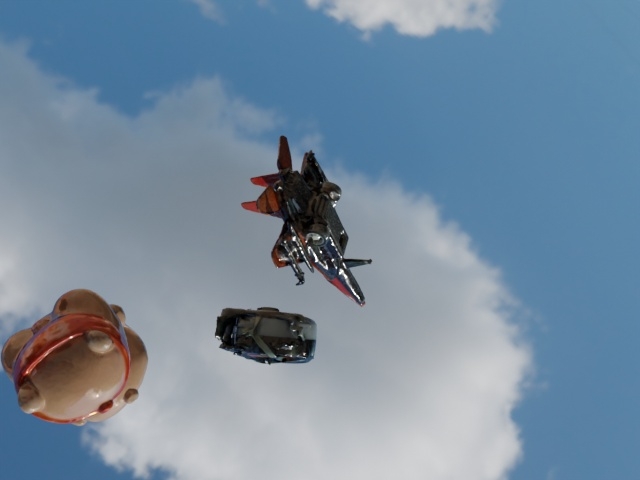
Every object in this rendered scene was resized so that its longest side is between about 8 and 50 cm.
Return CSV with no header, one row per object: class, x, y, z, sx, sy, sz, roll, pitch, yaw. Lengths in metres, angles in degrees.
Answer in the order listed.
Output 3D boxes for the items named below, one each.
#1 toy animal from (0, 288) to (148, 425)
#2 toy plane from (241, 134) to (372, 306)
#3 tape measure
toy animal,-0.309,0.157,1.309,0.171,0.171,0.197,47,177,15
toy plane,0.003,-0.001,0.917,0.189,0.061,0.130,47,-139,-33
tape measure,-0.051,0.095,1.015,0.094,0.091,0.054,5,-102,6
